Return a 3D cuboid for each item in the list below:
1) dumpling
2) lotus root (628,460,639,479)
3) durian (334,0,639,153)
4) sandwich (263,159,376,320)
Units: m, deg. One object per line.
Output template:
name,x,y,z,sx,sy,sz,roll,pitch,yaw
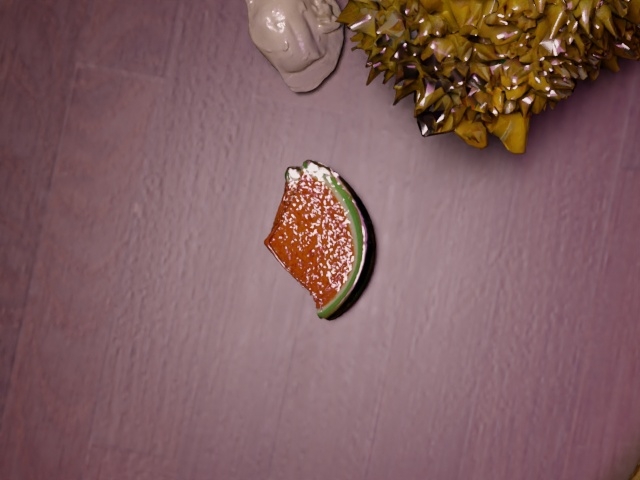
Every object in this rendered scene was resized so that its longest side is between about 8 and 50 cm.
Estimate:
dumpling,-0.016,-0.143,0.933,0.057,0.052,0.076,-25,75,15
lotus root,0.224,0.174,0.878,0.108,0.094,0.190,25,84,-28
durian,0.126,-0.207,0.839,0.293,0.258,0.258,-45,84,13
sandwich,0.001,-0.004,0.941,0.069,0.026,0.101,-38,81,7
